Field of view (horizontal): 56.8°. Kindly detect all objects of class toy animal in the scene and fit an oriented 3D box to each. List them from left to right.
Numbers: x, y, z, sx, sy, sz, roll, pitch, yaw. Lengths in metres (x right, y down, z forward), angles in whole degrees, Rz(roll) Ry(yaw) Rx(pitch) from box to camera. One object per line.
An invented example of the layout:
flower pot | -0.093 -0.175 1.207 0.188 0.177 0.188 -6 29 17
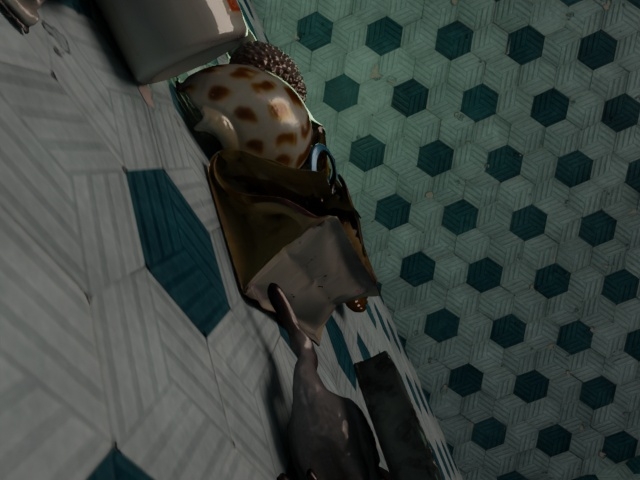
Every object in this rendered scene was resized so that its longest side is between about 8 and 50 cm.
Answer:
toy animal | 0.007 0.206 0.620 0.324 0.090 0.195 -98 165 -56

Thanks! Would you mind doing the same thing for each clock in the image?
clock | 0.093 0.237 0.663 0.226 0.049 0.226 159 -90 -90

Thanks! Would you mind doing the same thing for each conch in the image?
conch | -0.091 -0.177 0.908 0.275 0.149 0.182 27 41 -79

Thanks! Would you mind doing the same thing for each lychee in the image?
lychee | -0.119 -0.281 1.081 0.165 0.197 0.165 -170 -90 -73

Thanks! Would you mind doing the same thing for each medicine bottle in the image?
medicine bottle | -0.189 -0.308 0.628 0.144 0.144 0.252 -90 155 -73

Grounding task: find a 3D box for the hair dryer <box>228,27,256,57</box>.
hair dryer | -0.246 -0.537 1.376 0.206 0.075 0.237 62 12 27

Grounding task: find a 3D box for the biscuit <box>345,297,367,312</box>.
biscuit | 0.061 0.023 1.456 0.318 0.040 0.318 -15 90 -76

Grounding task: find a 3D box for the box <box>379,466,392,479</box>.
box | 0.118 0.441 0.759 0.290 0.073 0.289 56 12 -52

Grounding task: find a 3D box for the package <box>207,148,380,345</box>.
package | -0.011 0.002 0.868 0.311 0.165 0.221 55 13 -62

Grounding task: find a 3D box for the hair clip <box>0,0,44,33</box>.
hair clip | -0.240 -0.256 0.490 0.140 0.054 0.220 49 14 -48

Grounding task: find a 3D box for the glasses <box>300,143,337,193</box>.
glasses | -0.025 -0.086 1.122 0.207 0.102 0.239 38 -31 47

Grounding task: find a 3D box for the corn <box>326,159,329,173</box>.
corn | -0.038 -0.220 1.629 0.322 0.119 0.119 56 11 -79

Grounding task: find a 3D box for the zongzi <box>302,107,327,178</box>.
zongzi | -0.060 -0.174 1.317 0.286 0.134 0.288 -112 -172 -52
